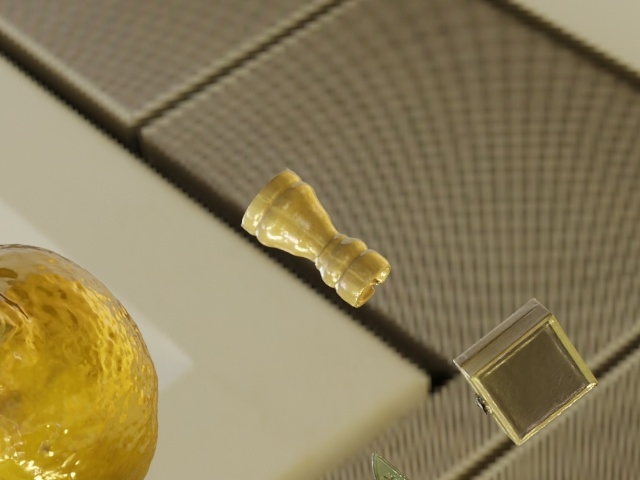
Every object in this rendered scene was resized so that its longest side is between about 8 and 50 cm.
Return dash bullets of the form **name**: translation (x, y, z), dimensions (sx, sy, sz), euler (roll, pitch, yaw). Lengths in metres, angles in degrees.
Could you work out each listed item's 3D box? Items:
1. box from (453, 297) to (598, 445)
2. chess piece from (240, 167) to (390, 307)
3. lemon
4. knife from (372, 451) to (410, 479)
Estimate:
- **box**: translation (0.152, 0.099, 1.467), dimensions (0.083, 0.079, 0.035), euler (-39, -151, -4)
- **chess piece**: translation (0.000, 0.000, 1.639), dimensions (0.122, 0.066, 0.066), euler (38, -123, 11)
- **lemon**: translation (-0.191, 0.097, 1.185), dimensions (0.188, 0.257, 0.188), euler (1, -109, -3)
- **knife**: translation (0.112, 0.230, 1.427), dimensions (0.210, 0.028, 0.015), euler (40, -168, 1)
